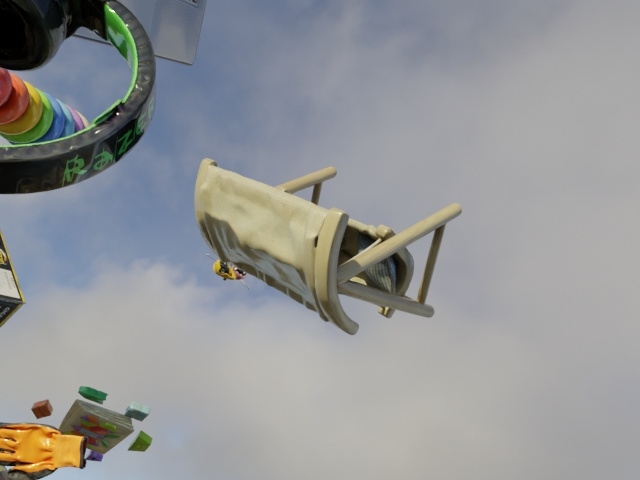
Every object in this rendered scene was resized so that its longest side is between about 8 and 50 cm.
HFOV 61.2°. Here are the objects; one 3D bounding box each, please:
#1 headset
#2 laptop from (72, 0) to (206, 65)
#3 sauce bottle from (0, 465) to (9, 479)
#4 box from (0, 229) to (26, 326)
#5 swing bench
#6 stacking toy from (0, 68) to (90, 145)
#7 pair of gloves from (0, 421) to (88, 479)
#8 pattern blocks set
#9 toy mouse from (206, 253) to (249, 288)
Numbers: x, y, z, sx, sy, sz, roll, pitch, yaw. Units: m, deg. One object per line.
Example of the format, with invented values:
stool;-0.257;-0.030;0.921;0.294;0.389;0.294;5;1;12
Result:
headset;-0.333;-0.207;0.472;0.394;0.243;0.185;31;-34;4
laptop;-0.158;-0.458;0.789;0.236;0.382;0.408;20;-75;14
sauce bottle;-0.411;0.283;0.605;0.344;0.111;0.111;49;-38;11
box;-0.677;0.113;0.938;0.257;0.322;0.079;51;8;29
swing bench;0.000;0.000;0.722;0.253;0.255;0.165;25;-69;41
stacking toy;-0.524;-0.228;0.951;0.141;0.141;0.330;25;-10;1
pair of gloves;-0.186;0.157;0.340;0.074;0.083;0.010;6;-4;6
pattern blocks set;-0.546;0.451;1.296;0.285;0.026;0.325;21;-51;-15
toy mouse;-0.227;0.049;1.326;0.031;0.143;0.161;-30;-58;17
